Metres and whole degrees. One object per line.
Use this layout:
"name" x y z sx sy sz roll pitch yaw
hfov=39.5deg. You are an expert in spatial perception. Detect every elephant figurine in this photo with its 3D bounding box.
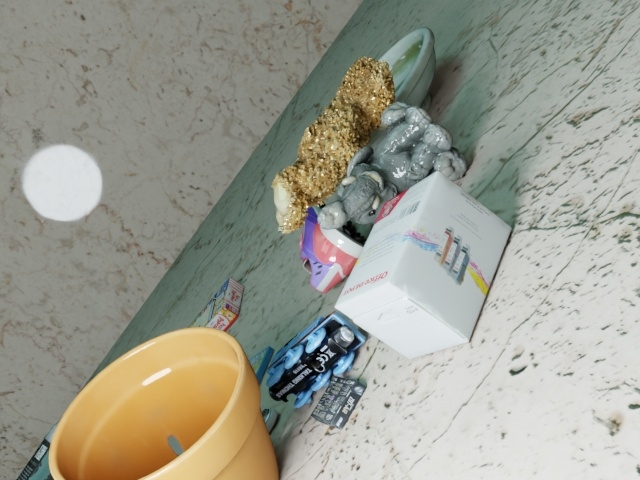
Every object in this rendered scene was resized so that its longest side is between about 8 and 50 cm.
"elephant figurine" 0.094 -0.090 1.392 0.239 0.186 0.169 -46 37 -2

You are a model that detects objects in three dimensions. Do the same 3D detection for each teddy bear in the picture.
"teddy bear" 0.029 -0.150 1.516 0.338 0.113 0.245 -54 -10 -27

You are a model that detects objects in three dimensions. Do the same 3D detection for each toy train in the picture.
"toy train" -0.010 0.169 1.315 0.184 0.080 0.105 -44 11 33

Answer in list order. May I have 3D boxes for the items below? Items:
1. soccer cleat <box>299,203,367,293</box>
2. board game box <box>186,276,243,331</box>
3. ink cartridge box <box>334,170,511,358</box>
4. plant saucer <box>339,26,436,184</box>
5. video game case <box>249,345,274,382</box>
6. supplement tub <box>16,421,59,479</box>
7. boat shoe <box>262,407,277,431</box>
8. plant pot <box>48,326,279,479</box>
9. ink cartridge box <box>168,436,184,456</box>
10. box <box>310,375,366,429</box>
"soccer cleat" 0.000 0.000 1.625 0.116 0.109 0.318 -56 17 6
"board game box" -0.260 0.196 2.093 0.193 0.045 0.146 -48 16 21
"ink cartridge box" 0.126 0.034 1.093 0.128 0.127 0.176 -30 27 56
"plant saucer" 0.120 -0.246 1.811 0.400 0.101 0.400 -48 16 19
"video game case" -0.152 0.271 1.644 0.166 0.015 0.119 -39 21 45
"supplement tub" -0.553 0.566 1.841 0.338 0.207 0.207 -57 15 -16
"boat shoe" -0.123 0.314 1.403 0.142 0.040 0.049 -50 15 14
"plant pot" -0.187 0.289 1.211 0.291 0.203 0.291 -22 29 13
"ink cartridge box" -0.277 0.360 1.449 0.232 0.171 0.168 -75 6 -54
"box" 0.023 0.219 1.209 0.067 0.018 0.083 -58 15 -15
